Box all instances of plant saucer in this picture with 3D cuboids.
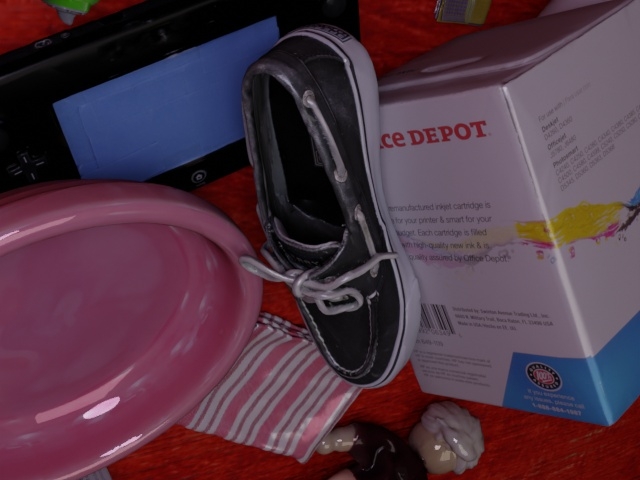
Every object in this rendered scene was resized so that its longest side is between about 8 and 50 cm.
[{"bbox_3d":[-0.207,0.073,0.685,0.332,0.084,0.332,-25,146,-18],"label":"plant saucer"}]

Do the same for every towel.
[{"bbox_3d":[0.136,-0.230,0.784,0.060,0.009,0.083,1,121,-33],"label":"towel"},{"bbox_3d":[-0.042,0.159,0.920,0.197,0.029,0.144,28,103,-38],"label":"towel"}]

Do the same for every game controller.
[{"bbox_3d":[-0.110,-0.104,0.671,0.319,0.067,0.166,-25,132,-16],"label":"game controller"}]

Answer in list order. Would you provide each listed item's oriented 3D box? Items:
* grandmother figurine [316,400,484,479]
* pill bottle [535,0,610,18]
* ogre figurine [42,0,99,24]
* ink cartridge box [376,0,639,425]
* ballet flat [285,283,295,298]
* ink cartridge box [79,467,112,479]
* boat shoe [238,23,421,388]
[{"bbox_3d":[0.050,0.300,1.050,0.342,0.104,0.207,-30,119,-15],"label":"grandmother figurine"},{"bbox_3d":[0.354,-0.269,0.777,0.334,0.188,0.188,-47,134,4],"label":"pill bottle"},{"bbox_3d":[-0.142,-0.217,0.550,0.197,0.097,0.118,-45,124,-13],"label":"ogre figurine"},{"bbox_3d":[0.166,-0.027,0.728,0.197,0.198,0.270,-34,111,-34],"label":"ink cartridge box"},{"bbox_3d":[0.038,0.073,0.894,0.232,0.080,0.073,18,125,-39],"label":"ballet flat"},{"bbox_3d":[-0.269,0.303,0.813,0.176,0.128,0.127,-11,126,-28],"label":"ink cartridge box"},{"bbox_3d":[0.004,0.000,0.666,0.105,0.113,0.306,-46,139,-48],"label":"boat shoe"}]
